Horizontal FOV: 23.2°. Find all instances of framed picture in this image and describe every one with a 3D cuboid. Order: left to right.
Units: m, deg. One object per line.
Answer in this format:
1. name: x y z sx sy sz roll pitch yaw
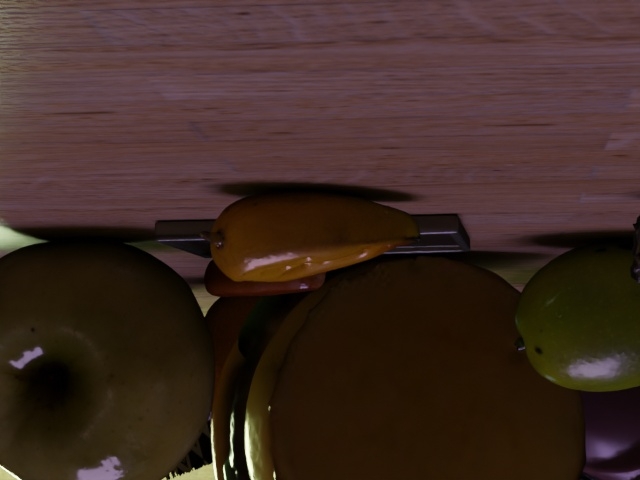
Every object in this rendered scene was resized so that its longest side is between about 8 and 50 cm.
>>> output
1. framed picture: 0.000 -0.001 1.428 0.265 0.018 0.192 -2 173 8

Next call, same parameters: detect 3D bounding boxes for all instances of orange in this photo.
1. orange: -0.055 0.145 1.932 0.206 0.206 0.206 0 173 0

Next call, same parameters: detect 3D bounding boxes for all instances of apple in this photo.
1. apple: -0.224 0.115 1.493 0.262 0.262 0.262 0 173 0

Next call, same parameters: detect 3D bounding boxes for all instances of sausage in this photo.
1. sausage: -0.051 0.032 1.475 0.131 0.039 0.041 -6 165 35

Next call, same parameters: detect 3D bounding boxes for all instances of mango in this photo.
1. mango: -0.005 -0.005 1.194 0.187 0.066 0.101 -3 167 -22
2. mango: 0.330 0.065 1.513 0.293 0.143 0.175 -10 169 -9

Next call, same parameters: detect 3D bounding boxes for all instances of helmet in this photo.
1. helmet: 0.318 0.154 1.869 0.197 0.271 0.338 33 169 -8

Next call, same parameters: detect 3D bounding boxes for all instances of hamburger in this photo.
1. hamburger: 0.075 0.194 1.693 0.396 0.395 0.277 2 173 -18

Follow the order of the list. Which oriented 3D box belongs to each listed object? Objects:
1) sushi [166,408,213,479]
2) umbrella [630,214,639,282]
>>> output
1. sushi: -0.183 0.162 1.956 0.050 0.264 0.290 -25 171 10
2. umbrella: 0.421 0.021 1.225 0.358 0.113 0.106 1 151 -11
